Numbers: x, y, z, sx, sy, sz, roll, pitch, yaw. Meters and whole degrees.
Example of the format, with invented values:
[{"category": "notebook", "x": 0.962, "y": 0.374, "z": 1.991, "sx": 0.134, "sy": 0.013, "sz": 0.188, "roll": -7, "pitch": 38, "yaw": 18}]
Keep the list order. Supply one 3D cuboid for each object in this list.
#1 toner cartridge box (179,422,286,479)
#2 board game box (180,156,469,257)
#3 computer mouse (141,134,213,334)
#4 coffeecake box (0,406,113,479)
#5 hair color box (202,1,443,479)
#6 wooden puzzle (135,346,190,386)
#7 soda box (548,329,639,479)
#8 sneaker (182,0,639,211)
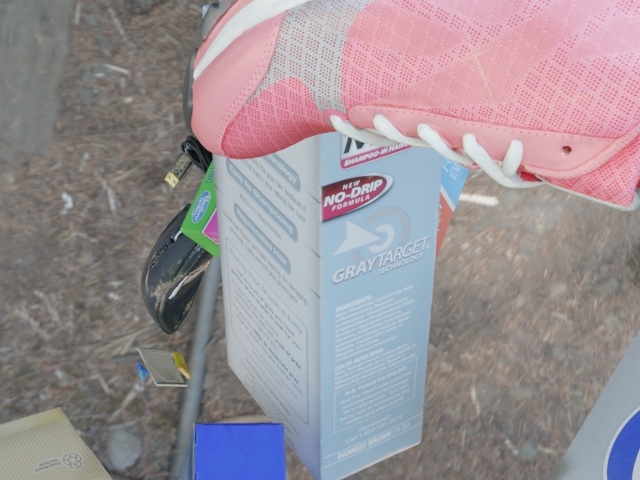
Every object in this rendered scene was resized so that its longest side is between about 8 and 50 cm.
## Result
[{"category": "toner cartridge box", "x": -0.089, "y": 0.290, "z": 0.940, "sx": 0.075, "sy": 0.348, "sz": 0.165, "roll": 3, "pitch": 62, "yaw": -10}, {"category": "board game box", "x": 0.017, "y": -0.091, "z": 1.130, "sx": 0.316, "sy": 0.064, "sz": 0.242, "roll": 4, "pitch": 65, "yaw": 45}, {"category": "computer mouse", "x": -0.196, "y": -0.015, "z": 1.421, "sx": 0.262, "sy": 0.060, "sz": 0.184, "roll": -59, "pitch": 41, "yaw": 32}, {"category": "coffeecake box", "x": -0.223, "y": 0.200, "z": 0.636, "sx": 0.068, "sy": 0.142, "sz": 0.186, "roll": 46, "pitch": 126, "yaw": 27}, {"category": "hair color box", "x": 0.000, "y": 0.000, "z": 0.891, "sx": 0.185, "sy": 0.113, "sz": 0.375, "roll": 45, "pitch": 146, "yaw": 44}, {"category": "wooden puzzle", "x": -0.230, "y": 0.184, "z": 1.551, "sx": 0.014, "sy": 0.116, "sz": 0.079, "roll": -45, "pitch": 56, "yaw": 17}, {"category": "soda box", "x": 0.119, "y": 0.136, "z": 0.357, "sx": 0.098, "sy": 0.091, "sz": 0.286, "roll": 39, "pitch": 79, "yaw": -21}, {"category": "sneaker", "x": 0.072, "y": -0.068, "z": 0.428, "sx": 0.313, "sy": 0.116, "sz": 0.136, "roll": -18, "pitch": 82, "yaw": 31}]
